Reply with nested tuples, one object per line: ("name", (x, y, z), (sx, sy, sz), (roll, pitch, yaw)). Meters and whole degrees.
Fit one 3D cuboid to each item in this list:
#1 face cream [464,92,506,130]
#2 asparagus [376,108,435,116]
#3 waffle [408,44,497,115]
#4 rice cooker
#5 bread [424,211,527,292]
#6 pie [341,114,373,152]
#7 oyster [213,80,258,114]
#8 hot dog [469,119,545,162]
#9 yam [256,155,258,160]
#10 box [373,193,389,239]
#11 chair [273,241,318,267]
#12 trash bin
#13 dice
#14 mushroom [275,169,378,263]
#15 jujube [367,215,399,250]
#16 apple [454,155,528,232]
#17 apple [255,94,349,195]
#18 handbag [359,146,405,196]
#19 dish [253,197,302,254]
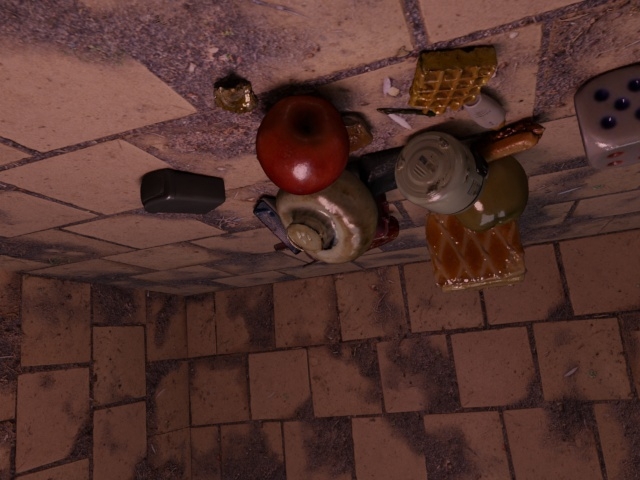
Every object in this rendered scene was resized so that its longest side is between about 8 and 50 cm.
("face cream", (0.414, -0.324, 1.240), (0.072, 0.051, 0.182), (-19, 162, 34))
("asparagus", (0.218, -0.322, 1.246), (0.163, 0.016, 0.016), (-3, -175, -17))
("waffle", (0.278, -0.343, 1.099), (0.161, 0.055, 0.211), (-6, 168, -2))
("rice cooker", (0.347, -0.190, 1.413), (0.226, 0.225, 0.244), (-16, 161, 36))
("bread", (0.650, 0.015, 2.075), (0.372, 0.389, 0.279), (-10, 171, 23))
("pie", (0.044, -0.275, 1.311), (0.195, 0.046, 0.195), (-4, 167, -1))
("oyster", (-0.184, -0.313, 1.090), (0.122, 0.045, 0.146), (-13, 175, -42))
("hot dog", (0.525, -0.283, 1.413), (0.249, 0.076, 0.102), (-16, -158, 51))
("yam", (-0.139, -0.250, 1.393), (0.116, 0.021, 0.021), (-16, 163, 41))
("box", (0.089, -0.096, 1.802), (0.294, 0.193, 0.168), (-12, 157, 28))
("chair", (0.000, 0.000, 1.985), (0.327, 0.175, 0.183), (-15, 130, 47))
("trash bin", (-0.439, -0.146, 1.551), (0.237, 0.101, 0.177), (2, 163, -40))
("dice", (0.735, -0.293, 1.200), (0.192, 0.193, 0.193), (-15, 165, 29))
("mushroom", (0.016, -0.077, 1.553), (0.353, 0.260, 0.352), (19, 140, 17))
("jujube", (0.209, -0.041, 2.100), (0.256, 0.189, 0.190), (-4, 167, -15))
("apple", (0.531, -0.156, 1.592), (0.263, 0.262, 0.262), (-5, 167, -1))
("apple", (-0.040, -0.220, 1.142), (0.219, 0.218, 0.201), (-3, 162, -12))
("handbag", (0.214, -0.215, 1.575), (0.176, 0.088, 0.270), (-16, 163, -1))
("dish", (-0.129, -0.068, 1.848), (0.080, 0.243, 0.182), (-46, -175, -23))
